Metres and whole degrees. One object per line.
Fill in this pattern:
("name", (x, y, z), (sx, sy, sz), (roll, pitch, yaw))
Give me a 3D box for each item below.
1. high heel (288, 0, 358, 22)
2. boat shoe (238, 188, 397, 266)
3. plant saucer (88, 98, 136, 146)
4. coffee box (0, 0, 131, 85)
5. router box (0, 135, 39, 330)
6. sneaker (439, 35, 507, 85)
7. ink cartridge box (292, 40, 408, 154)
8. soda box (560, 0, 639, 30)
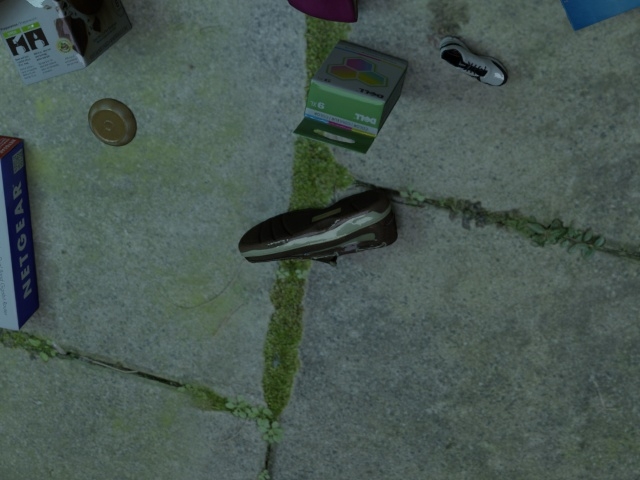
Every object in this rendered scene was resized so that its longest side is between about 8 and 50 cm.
("high heel", (0.027, -0.474, 1.782), (0.181, 0.127, 0.377), (25, 132, 1))
("boat shoe", (-0.002, 0.004, 2.070), (0.257, 0.095, 0.095), (-14, 119, 24))
("plant saucer", (-0.334, -0.184, 2.118), (0.083, 0.015, 0.083), (8, 120, 14))
("coffee box", (-0.411, -0.400, 1.933), (0.119, 0.168, 0.297), (-13, 114, 24))
("router box", (-0.644, -0.027, 2.269), (0.301, 0.082, 0.335), (10, 121, 13))
("sneaker", (0.213, -0.246, 1.887), (0.109, 0.043, 0.040), (28, 121, 0))
("ink cartridge box", (0.044, -0.203, 1.867), (0.109, 0.209, 0.062), (18, 123, 8))
("soda box", (0.419, -0.351, 1.745), (0.210, 0.067, 0.071), (-18, 111, 26))
